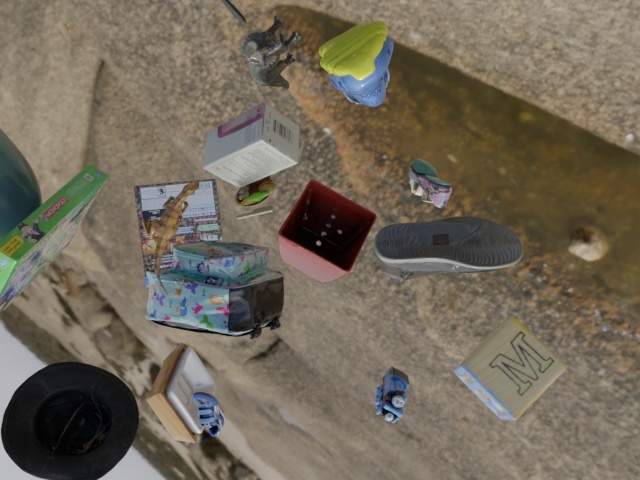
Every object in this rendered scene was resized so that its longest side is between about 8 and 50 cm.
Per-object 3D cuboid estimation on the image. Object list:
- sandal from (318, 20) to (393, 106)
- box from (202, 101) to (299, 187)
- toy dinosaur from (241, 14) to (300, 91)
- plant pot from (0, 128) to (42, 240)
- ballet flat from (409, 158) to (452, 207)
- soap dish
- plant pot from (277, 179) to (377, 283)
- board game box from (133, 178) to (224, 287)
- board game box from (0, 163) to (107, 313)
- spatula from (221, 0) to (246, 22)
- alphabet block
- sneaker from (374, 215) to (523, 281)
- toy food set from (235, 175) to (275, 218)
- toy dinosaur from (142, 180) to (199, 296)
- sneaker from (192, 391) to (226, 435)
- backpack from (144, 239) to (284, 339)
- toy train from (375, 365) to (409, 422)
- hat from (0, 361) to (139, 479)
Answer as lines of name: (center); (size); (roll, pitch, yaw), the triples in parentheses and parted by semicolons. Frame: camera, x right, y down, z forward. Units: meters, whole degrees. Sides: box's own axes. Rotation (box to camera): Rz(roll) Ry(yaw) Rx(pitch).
sandal: (0.077, -0.295, 1.022); (0.138, 0.126, 0.317); (60, -168, -19)
box: (-0.190, -0.258, 1.629); (0.232, 0.126, 0.149); (-17, 150, 35)
toy dinosaur: (-0.138, -0.479, 1.549); (0.121, 0.160, 0.313); (46, 166, 3)
plant pot: (-0.696, -0.098, 1.140); (0.293, 0.293, 0.235); (23, 160, 37)
ballet flat: (0.266, -0.139, 1.472); (0.077, 0.079, 0.221); (8, -157, -14)
soap dish: (-0.485, 0.534, 2.065); (0.291, 0.118, 0.228); (-85, -30, -66)
plant pot: (0.000, 0.000, 2.068); (0.267, 0.267, 0.235); (29, 147, 0)
board game box: (-0.409, -0.021, 1.732); (0.141, 0.232, 0.290); (167, 96, -77)
board game box: (-0.521, 0.009, 1.081); (0.046, 0.317, 0.213); (35, 120, -11)
spatula: (-0.312, -0.713, 1.692); (0.084, 0.030, 0.296); (38, -171, 39)
alphabet block: (0.504, 0.348, 1.594); (0.193, 0.197, 0.192); (46, 173, 14)
sneaker: (0.199, 0.019, 0.936); (0.222, 0.083, 0.118); (3, 160, 10)
toy food set: (-0.191, -0.150, 1.715); (0.133, 0.192, 0.038); (-14, 134, 14)
toy dinosaur: (-0.283, -0.016, 1.064); (0.064, 0.211, 0.112); (20, 177, -30)
sneaker: (-0.289, 0.448, 1.524); (0.053, 0.059, 0.144); (-9, 126, 23)
backpack: (-0.222, 0.095, 1.189); (0.254, 0.225, 0.191); (-2, 93, 20)
toy train: (0.215, 0.460, 1.756); (0.080, 0.105, 0.184); (29, -163, -3)
hat: (-0.660, 0.488, 1.577); (0.331, 0.331, 0.134); (41, 153, 2)
